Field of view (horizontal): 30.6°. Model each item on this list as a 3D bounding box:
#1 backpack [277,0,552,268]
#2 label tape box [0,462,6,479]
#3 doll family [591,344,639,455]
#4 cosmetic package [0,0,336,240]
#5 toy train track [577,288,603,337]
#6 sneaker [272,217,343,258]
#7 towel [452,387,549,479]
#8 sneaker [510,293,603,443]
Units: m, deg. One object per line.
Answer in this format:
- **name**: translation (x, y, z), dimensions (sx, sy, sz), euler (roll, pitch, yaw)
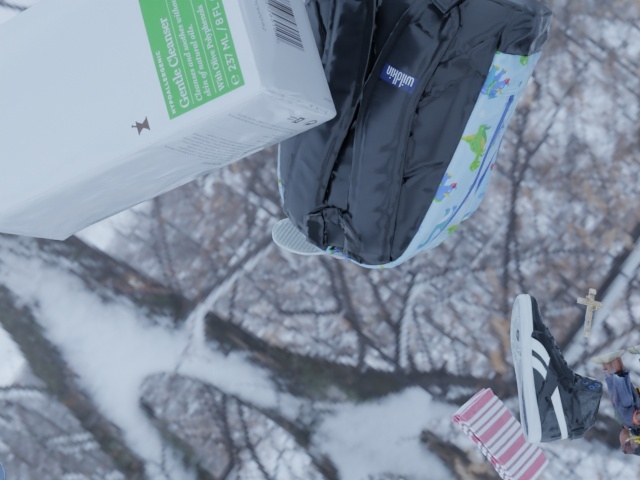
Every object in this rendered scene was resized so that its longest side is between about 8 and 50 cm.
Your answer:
- **backpack**: translation (0.089, -0.139, 1.349), dimensions (0.273, 0.290, 0.355), euler (-8, 120, -63)
- **label tape box**: translation (-0.498, 0.466, 1.615), dimensions (0.249, 0.115, 0.347), euler (110, -23, -65)
- **doll family**: translation (0.281, 0.144, 0.994), dimensions (0.076, 0.111, 0.193), euler (-17, 170, 13)
- **cosmetic package**: translation (-0.191, -0.151, 1.170), dimensions (0.366, 0.197, 0.155), euler (-23, 166, 24)
- **toy train track**: translation (0.456, 0.122, 1.976), dimensions (0.014, 0.048, 0.083), euler (148, -47, -74)
- **sneaker**: translation (0.000, 0.000, 1.556), dimensions (0.070, 0.134, 0.051), euler (125, -35, -76)
- **towel**: translation (0.347, 0.382, 2.237), dimensions (0.029, 0.197, 0.144), euler (-45, 169, 34)
- **sneaker**: translation (0.348, 0.184, 1.708), dimensions (0.079, 0.121, 0.216), euler (108, -21, -78)
